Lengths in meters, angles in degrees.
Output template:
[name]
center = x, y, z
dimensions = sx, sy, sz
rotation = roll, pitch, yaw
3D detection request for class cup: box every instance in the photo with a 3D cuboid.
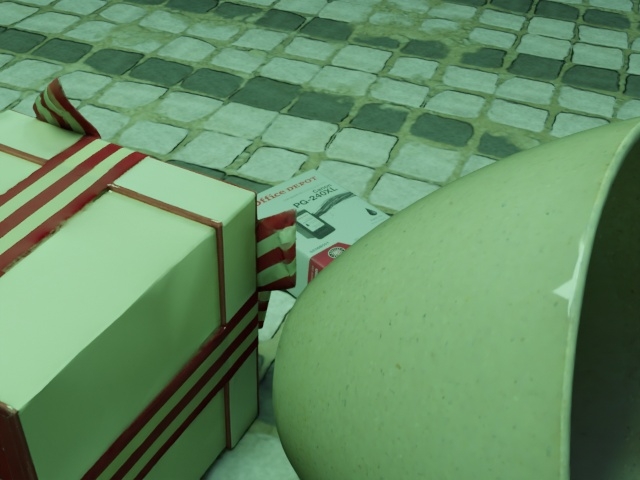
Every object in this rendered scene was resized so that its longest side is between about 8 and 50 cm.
[cup]
center = 0.111, 0.099, 0.521
dimensions = 0.237, 0.331, 0.331
rotation = -2, 28, 39

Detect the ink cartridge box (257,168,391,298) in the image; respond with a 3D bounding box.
[ink cartridge box]
center = 0.000, 0.000, 0.807
dimensions = 0.109, 0.063, 0.150
rotation = -28, 47, -33

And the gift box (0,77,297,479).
[gift box]
center = -0.174, 0.056, 0.559
dimensions = 0.255, 0.276, 0.258
rotation = 23, 40, 17
